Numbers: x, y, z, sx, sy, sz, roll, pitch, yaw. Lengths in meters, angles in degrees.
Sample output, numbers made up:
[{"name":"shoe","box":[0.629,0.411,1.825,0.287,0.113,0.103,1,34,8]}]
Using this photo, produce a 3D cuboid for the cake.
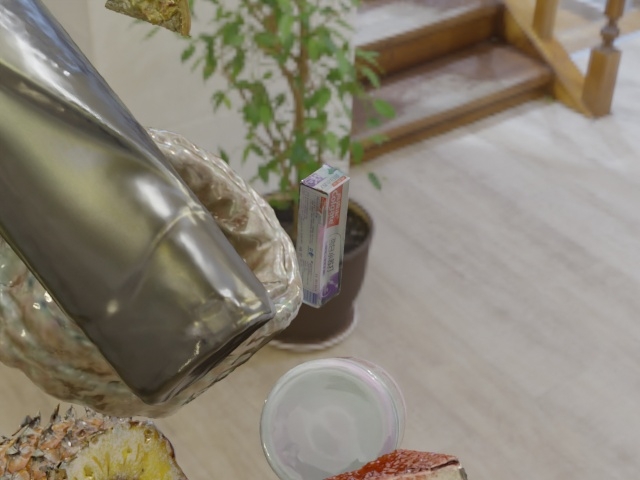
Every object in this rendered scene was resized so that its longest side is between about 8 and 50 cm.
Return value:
[{"name":"cake","box":[0.056,0.366,1.375,0.262,0.158,0.159,-10,-3,-8]}]

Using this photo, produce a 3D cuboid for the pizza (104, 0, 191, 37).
[{"name":"pizza","box":[-0.211,-0.286,1.273,0.108,0.123,0.026,-15,19,21]}]

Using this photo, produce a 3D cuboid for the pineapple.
[{"name":"pineapple","box":[-0.396,0.419,1.651,0.300,0.352,0.352,-7,27,32]}]

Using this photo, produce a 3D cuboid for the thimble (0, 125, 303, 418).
[{"name":"thimble","box":[-0.133,0.027,0.803,0.196,0.148,0.229,51,27,8]}]

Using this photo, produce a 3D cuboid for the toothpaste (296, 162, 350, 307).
[{"name":"toothpaste","box":[0.000,0.000,1.259,0.040,0.196,0.047,34,52,26]}]

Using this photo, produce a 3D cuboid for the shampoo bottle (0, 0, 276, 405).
[{"name":"shampoo bottle","box":[-0.157,-0.078,0.520,0.350,0.084,0.125,51,12,2]}]

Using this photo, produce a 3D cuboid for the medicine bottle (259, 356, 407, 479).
[{"name":"medicine bottle","box":[0.030,0.280,1.657,0.202,0.202,0.316,8,-4,8]}]
